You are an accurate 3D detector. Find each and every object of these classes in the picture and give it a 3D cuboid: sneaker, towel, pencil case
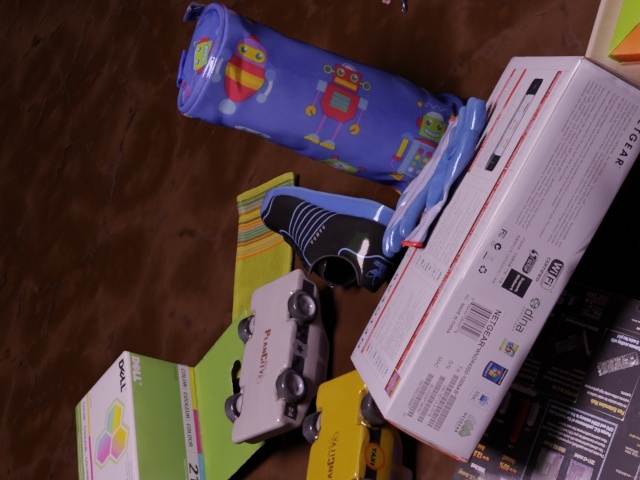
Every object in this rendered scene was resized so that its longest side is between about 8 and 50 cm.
[{"bbox_3d":[0.000,0.000,1.911,0.232,0.081,0.090,8,71,55],"label":"sneaker"},{"bbox_3d":[-0.068,0.040,2.039,0.102,0.021,0.237,-27,51,46],"label":"towel"},{"bbox_3d":[-0.004,-0.137,1.798,0.133,0.306,0.119,-9,64,65],"label":"pencil case"}]

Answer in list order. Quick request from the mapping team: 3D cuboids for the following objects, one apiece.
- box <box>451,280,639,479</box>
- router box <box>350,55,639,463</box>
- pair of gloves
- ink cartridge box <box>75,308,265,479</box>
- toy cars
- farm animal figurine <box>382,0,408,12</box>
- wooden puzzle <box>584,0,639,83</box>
[{"bbox_3d":[0.249,0.172,1.467,0.307,0.076,0.242,17,86,57],"label":"box"},{"bbox_3d":[0.152,0.001,1.564,0.335,0.082,0.301,-62,7,4],"label":"router box"},{"bbox_3d":[0.106,-0.058,1.696,0.159,0.023,0.198,-62,7,-6],"label":"pair of gloves"},{"bbox_3d":[-0.174,0.207,2.008,0.255,0.097,0.189,-48,39,39],"label":"ink cartridge box"},{"bbox_3d":[0.004,0.179,1.809,0.176,0.087,0.394,-55,32,11],"label":"toy cars"},{"bbox_3d":[0.075,-0.445,1.972,0.327,0.172,0.330,-63,34,8],"label":"farm animal figurine"},{"bbox_3d":[0.340,-0.237,1.596,0.238,0.044,0.221,7,77,56],"label":"wooden puzzle"}]
